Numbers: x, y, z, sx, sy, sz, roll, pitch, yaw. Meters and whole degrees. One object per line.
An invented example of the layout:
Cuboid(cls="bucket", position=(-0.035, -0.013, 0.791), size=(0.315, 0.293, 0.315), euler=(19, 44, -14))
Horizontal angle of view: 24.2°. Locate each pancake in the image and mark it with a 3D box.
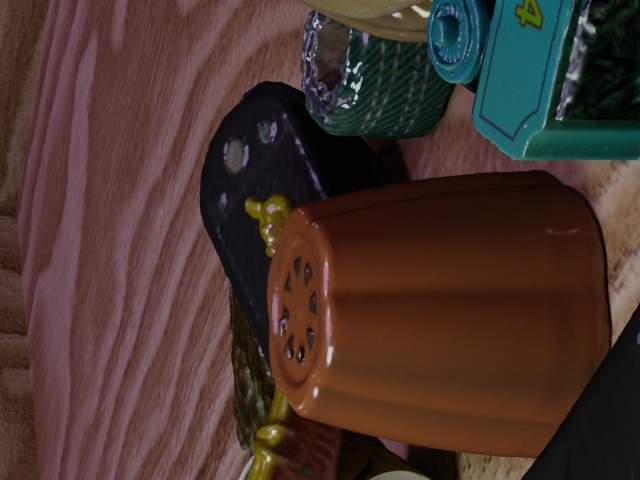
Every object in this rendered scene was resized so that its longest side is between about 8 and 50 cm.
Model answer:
Cuboid(cls="pancake", position=(-0.021, 0.160, 1.382), size=(0.427, 0.066, 0.305), euler=(-115, 25, -52))

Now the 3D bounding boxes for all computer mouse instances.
Cuboid(cls="computer mouse", position=(0.000, 0.000, 1.222), size=(0.170, 0.100, 0.269), euler=(-52, 52, 41))

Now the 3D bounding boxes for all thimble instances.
Cuboid(cls="thimble", position=(0.045, -0.145, 1.138), size=(0.118, 0.090, 0.135), euler=(-116, 35, -50))

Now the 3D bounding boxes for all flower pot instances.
Cuboid(cls="flower pot", position=(0.064, 0.043, 0.939), size=(0.190, 0.173, 0.191), euler=(-177, 90, -70))

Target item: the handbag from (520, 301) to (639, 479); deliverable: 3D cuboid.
Cuboid(cls="handbag", position=(0.183, 0.149, 0.714), size=(0.247, 0.080, 0.223), euler=(112, 153, -46))

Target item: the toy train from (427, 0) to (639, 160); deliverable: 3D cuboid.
Cuboid(cls="toy train", position=(0.139, -0.141, 0.845), size=(0.154, 0.107, 0.198), euler=(-130, 44, -53))

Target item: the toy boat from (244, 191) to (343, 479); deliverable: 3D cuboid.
Cuboid(cls="toy boat", position=(-0.023, 0.101, 1.047), size=(0.141, 0.099, 0.318), euler=(92, -176, -53))

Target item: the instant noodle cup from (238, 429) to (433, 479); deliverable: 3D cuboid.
Cuboid(cls="instant noodle cup", position=(0.024, 0.211, 1.099), size=(0.122, 0.151, 0.152), euler=(3, 91, 62))

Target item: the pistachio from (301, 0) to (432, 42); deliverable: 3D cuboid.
Cuboid(cls="pistachio", position=(0.030, -0.243, 1.017), size=(0.181, 0.162, 0.293), euler=(-48, 52, 9))
